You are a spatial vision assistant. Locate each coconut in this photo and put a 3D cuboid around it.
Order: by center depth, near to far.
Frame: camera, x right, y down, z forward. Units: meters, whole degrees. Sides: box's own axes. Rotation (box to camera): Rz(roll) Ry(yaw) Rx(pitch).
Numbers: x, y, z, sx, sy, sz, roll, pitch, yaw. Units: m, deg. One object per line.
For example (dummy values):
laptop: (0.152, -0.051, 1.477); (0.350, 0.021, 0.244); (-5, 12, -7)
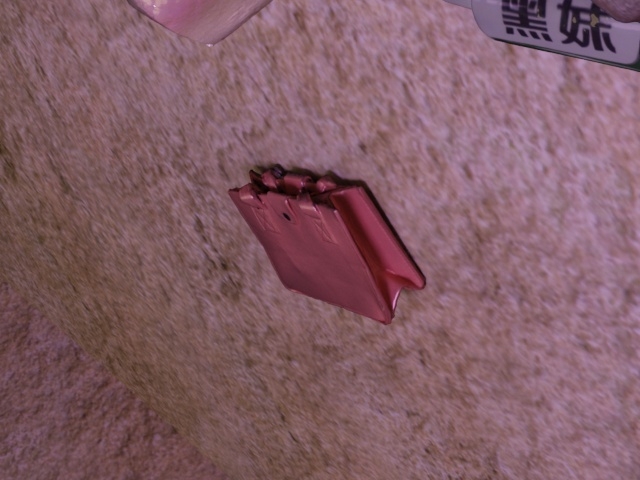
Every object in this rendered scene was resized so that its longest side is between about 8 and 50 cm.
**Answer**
coconut: (-0.093, -0.226, 1.002); (0.153, 0.147, 0.147); (-34, 100, 34)

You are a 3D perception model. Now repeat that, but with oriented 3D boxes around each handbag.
handbag: (0.000, 0.000, 1.365); (0.212, 0.059, 0.157); (13, 141, 56)

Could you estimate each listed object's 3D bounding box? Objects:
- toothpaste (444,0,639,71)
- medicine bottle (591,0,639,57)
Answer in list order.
toothpaste: (0.218, -0.118, 0.740); (0.392, 0.061, 0.098); (20, 139, 41)
medicine bottle: (0.279, -0.059, 0.560); (0.322, 0.151, 0.151); (39, 159, 0)
